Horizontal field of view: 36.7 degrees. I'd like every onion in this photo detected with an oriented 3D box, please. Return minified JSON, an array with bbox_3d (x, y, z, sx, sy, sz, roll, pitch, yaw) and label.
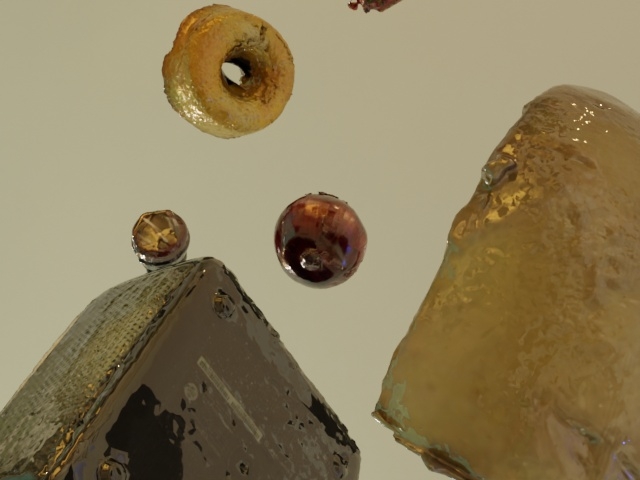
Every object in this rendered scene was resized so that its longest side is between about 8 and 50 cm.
[{"bbox_3d":[0.000,0.000,1.287,0.131,0.131,0.131,-6,-99,40],"label":"onion"}]

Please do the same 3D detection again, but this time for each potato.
[{"bbox_3d":[0.187,0.034,0.604,0.189,0.211,0.264,20,-86,31],"label":"potato"}]

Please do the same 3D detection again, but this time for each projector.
[{"bbox_3d":[-0.168,0.283,1.145,0.242,0.405,0.395,-19,-64,35],"label":"projector"}]

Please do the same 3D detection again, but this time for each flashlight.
[{"bbox_3d":[-0.240,0.051,1.498,0.093,0.093,0.232,57,-20,30],"label":"flashlight"}]

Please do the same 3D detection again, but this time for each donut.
[{"bbox_3d":[-0.162,-0.302,1.747,0.118,0.253,0.253,13,-87,56],"label":"donut"}]

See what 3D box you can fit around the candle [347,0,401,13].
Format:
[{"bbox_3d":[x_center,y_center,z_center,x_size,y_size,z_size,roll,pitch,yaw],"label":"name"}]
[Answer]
[{"bbox_3d":[0.090,-0.308,1.138,0.130,0.052,0.052,-27,-115,8],"label":"candle"}]
